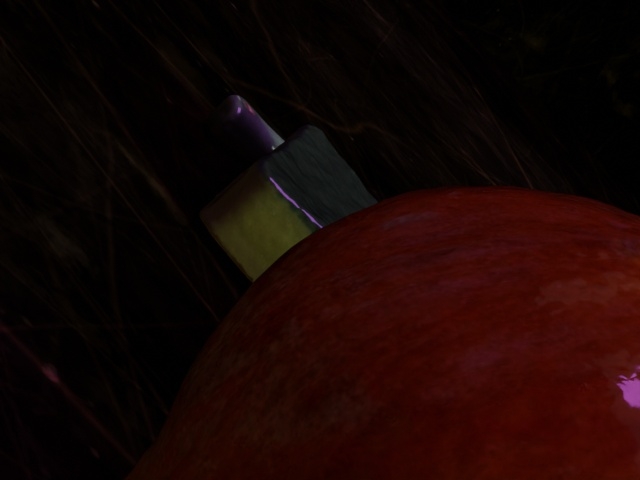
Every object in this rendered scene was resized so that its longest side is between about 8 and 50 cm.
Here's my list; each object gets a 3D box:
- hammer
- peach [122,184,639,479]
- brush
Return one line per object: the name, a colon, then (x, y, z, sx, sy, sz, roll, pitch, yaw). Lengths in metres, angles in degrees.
hammer: (0.024, -0.008, 1.353, 0.287, 0.033, 0.111, 41, 14, -34)
peach: (0.038, 0.097, 0.665, 0.256, 0.232, 0.232, 0, 30, -12)
brush: (0.000, 0.000, 1.180, 0.123, 0.059, 0.197, 48, 12, -3)
